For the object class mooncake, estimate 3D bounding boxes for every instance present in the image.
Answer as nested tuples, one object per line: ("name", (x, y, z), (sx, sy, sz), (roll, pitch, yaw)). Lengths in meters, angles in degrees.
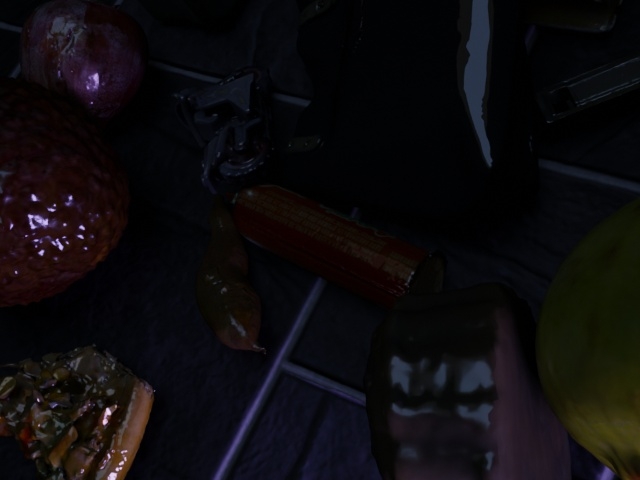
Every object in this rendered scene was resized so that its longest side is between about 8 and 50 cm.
("mooncake", (0.116, 0.145, 0.676), (0.124, 0.228, 0.228), (-10, 60, 24))

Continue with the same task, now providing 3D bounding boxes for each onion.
("onion", (-0.293, -0.201, 1.059), (0.159, 0.159, 0.195), (4, 95, 22))

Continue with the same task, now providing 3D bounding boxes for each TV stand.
("TV stand", (0.345, -0.168, 0.858), (0.256, 0.049, 0.040), (-21, 60, 8))

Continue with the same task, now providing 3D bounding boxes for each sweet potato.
("sweet potato", (-0.104, 0.040, 0.904), (0.068, 0.068, 0.226), (-24, 50, 7))

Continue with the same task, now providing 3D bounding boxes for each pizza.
("pizza", (-0.272, 0.171, 0.889), (0.226, 0.069, 0.147), (31, 79, 30))

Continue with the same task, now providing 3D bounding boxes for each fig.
("fig", (0.325, 0.056, 0.631), (0.326, 0.258, 0.258), (-41, 57, -19))

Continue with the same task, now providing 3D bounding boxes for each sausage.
("sausage", (0.000, 0.000, 0.876), (0.264, 0.083, 0.083), (25, 74, 30))

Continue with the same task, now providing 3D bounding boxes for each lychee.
("lychee", (-0.340, -0.050, 0.935), (0.260, 0.260, 0.260), (-8, 61, 15))

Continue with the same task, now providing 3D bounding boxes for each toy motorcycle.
("toy motorcycle", (-0.111, -0.131, 0.969), (0.122, 0.080, 0.215), (-18, 41, 9))

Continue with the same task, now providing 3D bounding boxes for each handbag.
("handbag", (0.085, -0.179, 0.891), (0.288, 0.152, 0.342), (-2, 77, 34))

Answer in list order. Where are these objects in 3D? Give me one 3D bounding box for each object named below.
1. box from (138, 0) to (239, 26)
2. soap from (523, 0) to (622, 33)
("box", (-0.161, -0.390, 1.103), (0.129, 0.148, 0.210), (8, 64, 32))
("soap", (0.220, -0.331, 0.970), (0.257, 0.080, 0.160), (15, 70, 25))
